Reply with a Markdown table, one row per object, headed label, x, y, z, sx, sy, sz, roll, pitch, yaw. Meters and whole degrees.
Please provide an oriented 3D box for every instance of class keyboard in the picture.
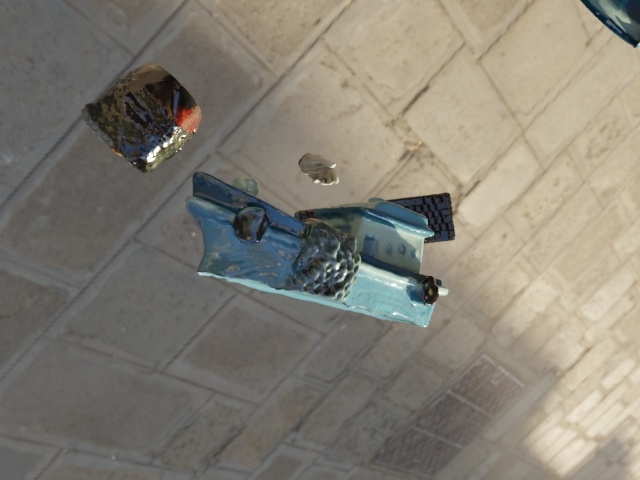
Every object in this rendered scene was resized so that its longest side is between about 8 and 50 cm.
| label | x | y | z | sx | sy | sz | roll | pitch | yaw |
| --- | --- | --- | --- | --- | --- | --- | --- | --- | --- |
| keyboard | 0.065 | -0.018 | 0.904 | 0.195 | 0.060 | 0.018 | -7 | -178 | 3 |

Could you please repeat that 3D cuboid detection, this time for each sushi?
| label | x | y | z | sx | sy | sz | roll | pitch | yaw |
| --- | --- | --- | --- | --- | --- | --- | --- | --- | --- |
| sushi | -0.253 | -0.175 | 1.067 | 0.136 | 0.225 | 0.126 | 44 | 85 | -15 |

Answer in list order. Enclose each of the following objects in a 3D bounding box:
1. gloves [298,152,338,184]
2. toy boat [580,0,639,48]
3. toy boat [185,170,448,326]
| label | x | y | z | sx | sy | sz | roll | pitch | yaw |
| --- | --- | --- | --- | --- | --- | --- | --- | --- | --- |
| gloves | -0.004 | -0.106 | 1.068 | 0.037 | 0.081 | 0.044 | -9 | 137 | -38 |
| toy boat | 0.194 | -0.287 | 0.544 | 0.096 | 0.062 | 0.299 | -23 | 95 | -6 |
| toy boat | 0.000 | 0.000 | 0.566 | 0.238 | 0.109 | 0.098 | 17 | 79 | -40 |
